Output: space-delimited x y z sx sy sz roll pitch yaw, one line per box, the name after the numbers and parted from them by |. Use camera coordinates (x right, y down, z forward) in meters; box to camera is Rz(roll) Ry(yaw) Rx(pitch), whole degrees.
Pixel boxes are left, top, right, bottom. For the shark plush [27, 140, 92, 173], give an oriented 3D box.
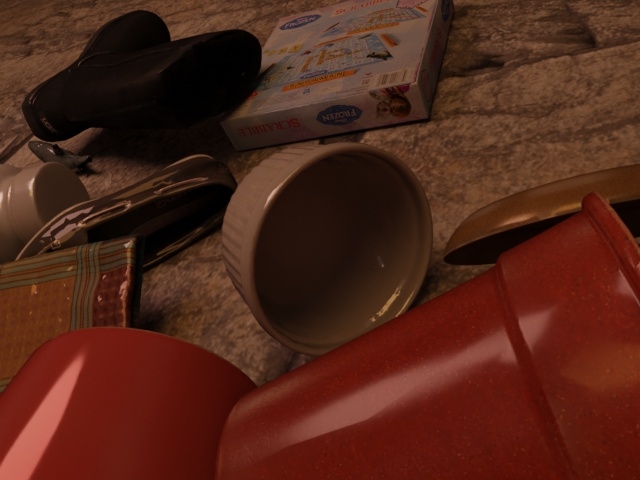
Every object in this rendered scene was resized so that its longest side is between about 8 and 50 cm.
-0.469 -0.145 1.198 0.073 0.067 0.161 -45 42 -21 | shark plush

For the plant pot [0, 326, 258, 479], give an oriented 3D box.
-0.150 0.210 0.451 0.275 0.275 0.243 -10 44 20 | plant pot

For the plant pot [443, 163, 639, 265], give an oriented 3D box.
0.217 -0.020 0.554 0.236 0.236 0.032 -14 78 17 | plant pot

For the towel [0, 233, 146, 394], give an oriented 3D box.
-0.379 0.143 0.784 0.370 0.040 0.271 -13 61 17 | towel

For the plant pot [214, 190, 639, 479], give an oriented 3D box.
0.097 0.147 0.413 0.265 0.272 0.272 -24 38 16 | plant pot

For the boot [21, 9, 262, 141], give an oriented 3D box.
-0.275 -0.312 1.156 0.445 0.146 0.367 0 47 44 | boot

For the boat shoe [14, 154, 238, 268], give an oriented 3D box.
-0.261 -0.009 0.893 0.335 0.112 0.095 -33 34 -12 | boat shoe

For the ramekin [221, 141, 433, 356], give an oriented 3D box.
0.000 0.000 0.666 0.207 0.207 0.109 -40 32 -15 | ramekin

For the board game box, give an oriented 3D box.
0.036 -0.285 1.064 0.318 0.066 0.318 -5 44 26 | board game box

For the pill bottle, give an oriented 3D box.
-0.507 -0.012 0.986 0.318 0.176 0.176 -14 40 16 | pill bottle
